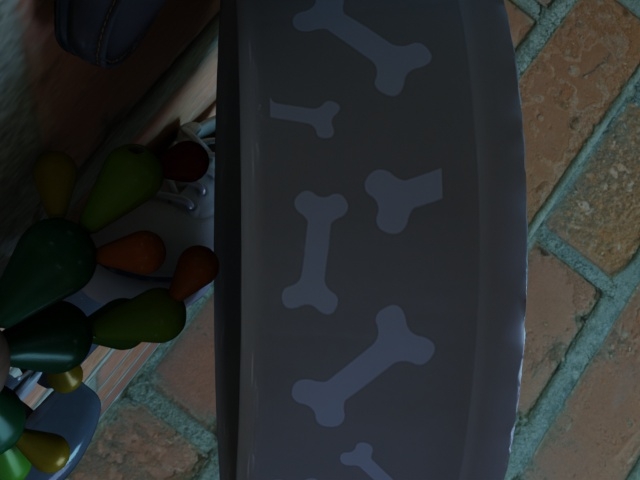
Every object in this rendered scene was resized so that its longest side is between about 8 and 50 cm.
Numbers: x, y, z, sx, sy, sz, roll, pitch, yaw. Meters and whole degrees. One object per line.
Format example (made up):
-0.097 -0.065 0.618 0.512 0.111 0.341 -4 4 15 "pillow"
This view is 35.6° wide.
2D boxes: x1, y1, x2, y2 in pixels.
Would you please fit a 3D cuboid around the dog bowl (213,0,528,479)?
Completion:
0.000 0.000 0.511 0.349 0.102 0.349 -179 -90 -82 "dog bowl"

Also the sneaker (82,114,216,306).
-0.096 -0.036 0.704 0.258 0.094 0.091 -65 175 -64 "sneaker"

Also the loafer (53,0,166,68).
-0.033 -0.116 0.323 0.170 0.061 0.062 -51 -178 35 "loafer"

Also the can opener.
-0.174 0.087 0.738 0.076 0.095 0.283 -51 -179 39 "can opener"

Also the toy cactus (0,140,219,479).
-0.150 0.041 0.485 0.219 0.112 0.180 -49 163 25 "toy cactus"
